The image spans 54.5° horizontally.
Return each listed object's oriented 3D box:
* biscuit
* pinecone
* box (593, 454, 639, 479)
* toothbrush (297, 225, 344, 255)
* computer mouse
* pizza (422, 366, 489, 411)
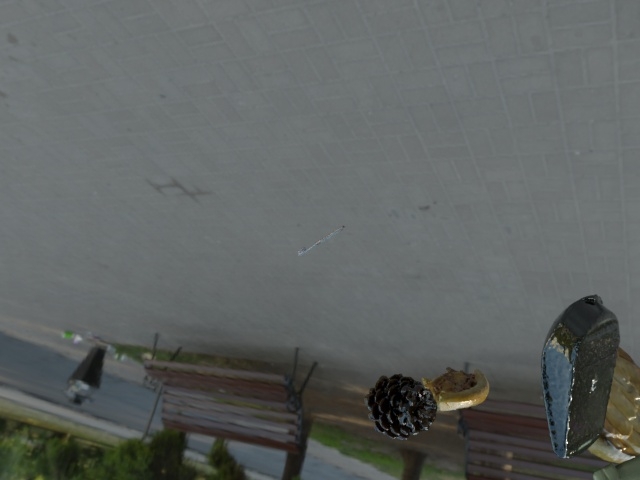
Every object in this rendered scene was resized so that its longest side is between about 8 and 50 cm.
[{"bbox_3d":[0.613,0.341,1.363,0.296,0.296,0.102,21,136,-15],"label":"biscuit"},{"bbox_3d":[0.093,0.192,0.715,0.077,0.077,0.083,19,168,-11],"label":"pinecone"},{"bbox_3d":[0.608,0.401,0.802,0.343,0.352,0.177,-32,148,12],"label":"box"},{"bbox_3d":[0.000,0.000,0.874,0.006,0.008,0.097,-2,159,-47],"label":"toothbrush"},{"bbox_3d":[0.454,0.241,1.116,0.168,0.296,0.087,-7,-166,-40],"label":"computer mouse"},{"bbox_3d":[0.332,0.355,1.500,0.271,0.056,0.134,1,-160,-46],"label":"pizza"}]
